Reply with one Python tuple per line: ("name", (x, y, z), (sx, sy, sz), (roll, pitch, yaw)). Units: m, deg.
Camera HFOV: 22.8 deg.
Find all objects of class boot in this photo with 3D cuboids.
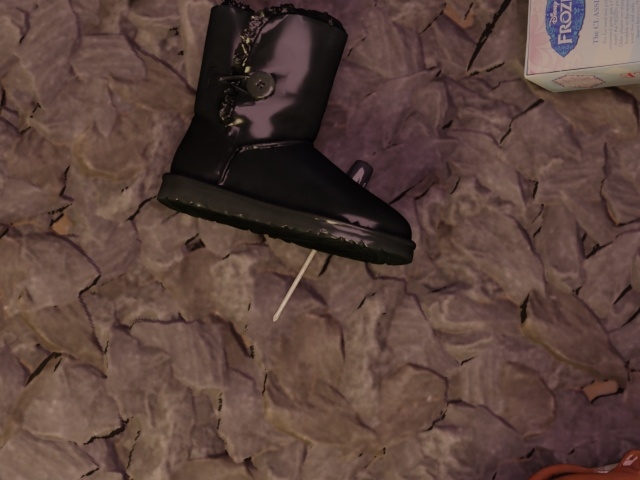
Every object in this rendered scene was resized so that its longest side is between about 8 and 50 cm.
("boot", (-0.010, -0.102, 1.418), (0.246, 0.094, 0.207), (15, 82, 15))

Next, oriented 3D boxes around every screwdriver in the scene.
("screwdriver", (0.000, 0.000, 1.452), (0.024, 0.025, 0.170), (30, 79, 0))

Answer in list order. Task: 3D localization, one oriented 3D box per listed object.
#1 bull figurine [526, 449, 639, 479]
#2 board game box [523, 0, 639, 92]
("bull figurine", (0.290, 0.330, 1.390), (0.188, 0.101, 0.310), (-22, 86, -12))
("board game box", (0.343, -0.305, 1.419), (0.318, 0.066, 0.319), (-2, 79, 34))
